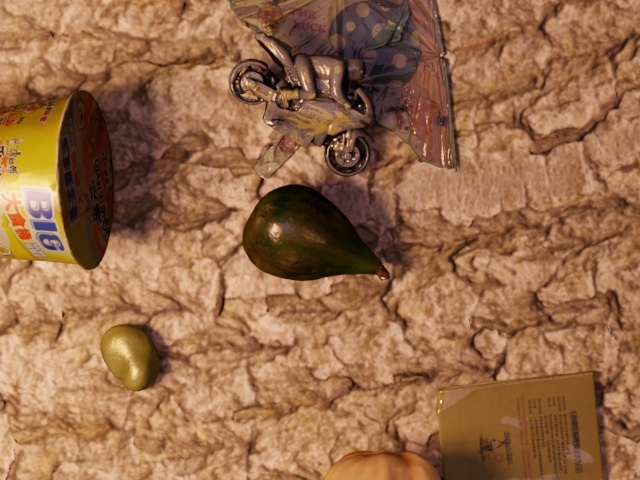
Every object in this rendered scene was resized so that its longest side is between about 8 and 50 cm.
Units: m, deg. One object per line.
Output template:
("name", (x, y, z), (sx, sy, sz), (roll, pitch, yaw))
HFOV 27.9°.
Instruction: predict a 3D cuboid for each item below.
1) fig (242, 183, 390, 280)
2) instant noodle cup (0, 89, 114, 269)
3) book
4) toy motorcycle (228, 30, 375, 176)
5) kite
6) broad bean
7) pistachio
("fig", (0.000, 0.000, 1.477), (0.177, 0.117, 0.117), (15, 94, -19))
("instant noodle cup", (-0.325, -0.061, 1.424), (0.153, 0.205, 0.205), (-3, 94, 9))
("book", (0.239, 0.249, 1.539), (0.192, 0.013, 0.168), (-6, 94, -1))
("toy motorcycle", (-0.004, -0.167, 1.470), (0.193, 0.061, 0.124), (36, 100, -10))
("kite", (0.034, -0.192, 1.505), (0.335, 0.011, 0.314), (38, 92, -3))
("broad bean", (-0.221, 0.136, 1.508), (0.063, 0.045, 0.083), (-32, 86, 12))
("pistachio", (0.069, 0.344, 1.476), (0.157, 0.157, 0.229), (4, 106, -2))
